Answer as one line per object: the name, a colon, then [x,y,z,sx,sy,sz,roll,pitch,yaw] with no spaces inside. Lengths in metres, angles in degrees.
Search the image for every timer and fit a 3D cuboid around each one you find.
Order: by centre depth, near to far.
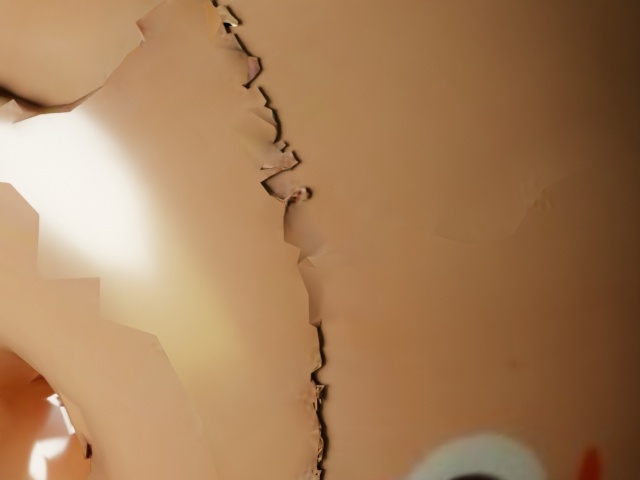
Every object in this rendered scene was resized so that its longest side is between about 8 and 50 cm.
timer: [0.000,0.000,0.433,0.229,0.215,0.230,23,125,37]
